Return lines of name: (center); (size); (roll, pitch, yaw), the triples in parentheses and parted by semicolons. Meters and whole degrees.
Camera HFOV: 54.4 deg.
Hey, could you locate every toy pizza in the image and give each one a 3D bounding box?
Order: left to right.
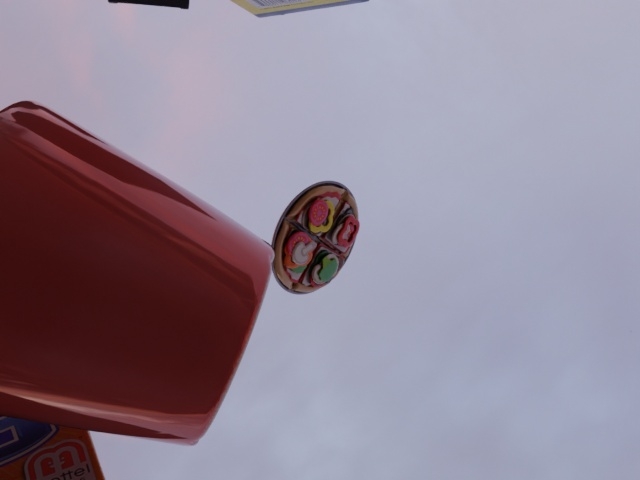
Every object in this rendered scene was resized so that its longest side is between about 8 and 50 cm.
toy pizza: (0.000, 0.000, 1.031); (0.032, 0.201, 0.201); (26, -86, 39)

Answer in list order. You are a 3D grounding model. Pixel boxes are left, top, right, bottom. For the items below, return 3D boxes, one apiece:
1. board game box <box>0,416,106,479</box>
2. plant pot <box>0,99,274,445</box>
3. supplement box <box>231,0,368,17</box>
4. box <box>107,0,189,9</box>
board game box: (-0.420, 0.323, 0.673); (0.356, 0.356, 0.356); (43, -39, 48)
plant pot: (-0.188, 0.049, 0.551); (0.243, 0.275, 0.275); (24, -86, -9)
supplement box: (-0.080, -0.438, 0.788); (0.195, 0.356, 0.194); (0, -87, 22)
box: (-0.330, -0.538, 1.186); (0.093, 0.156, 0.158); (55, -40, 44)
